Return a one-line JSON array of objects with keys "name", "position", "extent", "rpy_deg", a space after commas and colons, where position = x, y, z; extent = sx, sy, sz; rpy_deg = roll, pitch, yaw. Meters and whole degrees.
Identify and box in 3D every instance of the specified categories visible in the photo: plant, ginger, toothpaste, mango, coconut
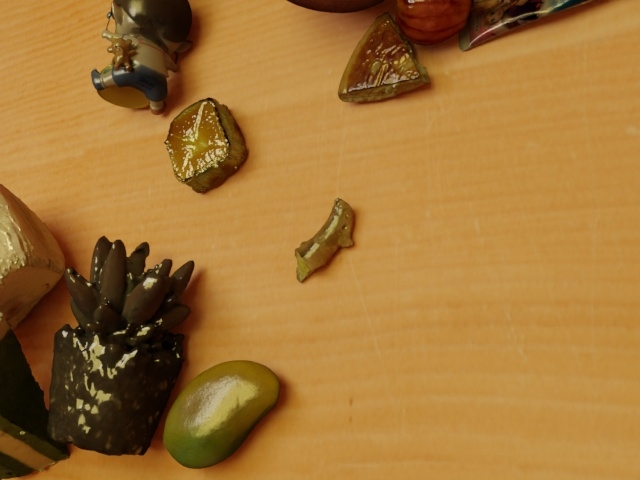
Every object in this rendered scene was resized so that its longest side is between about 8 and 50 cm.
[{"name": "plant", "position": [-0.298, 0.155, 1.197], "extent": [0.181, 0.194, 0.321], "rpy_deg": [11, 83, 18]}, {"name": "ginger", "position": [0.004, 0.004, 1.155], "extent": [0.137, 0.044, 0.057], "rpy_deg": [-49, 40, 4]}, {"name": "toothpaste", "position": [0.315, -0.348, 1.105], "extent": [0.266, 0.061, 0.096], "rpy_deg": [-11, 68, 32]}, {"name": "mango", "position": [-0.146, 0.245, 1.133], "extent": [0.191, 0.085, 0.122], "rpy_deg": [-44, 48, -3]}, {"name": "coconut", "position": [-0.610, 0.034, 1.328], "extent": [0.297, 0.297, 0.254], "rpy_deg": [-41, 80, 10]}]

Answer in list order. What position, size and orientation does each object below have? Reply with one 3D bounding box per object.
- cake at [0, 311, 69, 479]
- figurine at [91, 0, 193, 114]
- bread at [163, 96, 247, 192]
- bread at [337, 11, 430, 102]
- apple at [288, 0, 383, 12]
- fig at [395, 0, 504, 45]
[{"name": "cake", "position": [-0.514, 0.245, 1.224], "extent": [0.158, 0.284, 0.172], "rpy_deg": [-16, 52, 7]}, {"name": "figurine", "position": [-0.314, -0.369, 1.394], "extent": [0.158, 0.161, 0.276], "rpy_deg": [-10, 63, 47]}, {"name": "bread", "position": [-0.195, -0.159, 1.301], "extent": [0.128, 0.069, 0.140], "rpy_deg": [-32, 64, 17]}, {"name": "bread", "position": [0.084, -0.255, 1.193], "extent": [0.136, 0.054, 0.154], "rpy_deg": [-34, 54, 15]}, {"name": "apple", "position": [0.039, -0.475, 1.167], "extent": [0.235, 0.306, 0.306], "rpy_deg": [40, 95, 7]}, {"name": "fig", "position": [0.173, -0.358, 1.138], "extent": [0.150, 0.128, 0.128], "rpy_deg": [-27, 62, 14]}]
